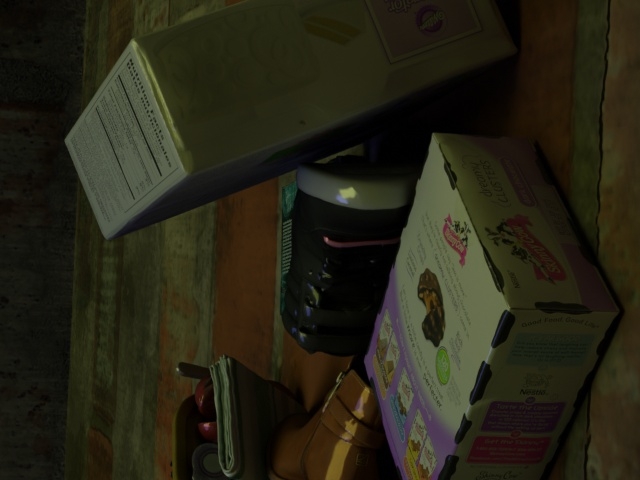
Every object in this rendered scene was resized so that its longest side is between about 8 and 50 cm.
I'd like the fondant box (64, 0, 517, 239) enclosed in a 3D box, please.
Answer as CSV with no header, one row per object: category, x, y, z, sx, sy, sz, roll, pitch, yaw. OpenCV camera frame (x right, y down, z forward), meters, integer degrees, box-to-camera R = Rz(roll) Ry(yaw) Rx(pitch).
fondant box,-0.039,-0.101,1.057,0.096,0.238,0.330,68,162,-1

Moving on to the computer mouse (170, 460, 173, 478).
computer mouse,-0.156,0.372,1.693,0.188,0.072,0.272,160,112,-71

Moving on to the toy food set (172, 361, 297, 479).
toy food set,-0.068,0.181,1.366,0.071,0.128,0.218,-50,31,32

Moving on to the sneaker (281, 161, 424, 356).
sneaker,0.029,0.016,1.065,0.296,0.104,0.147,-176,87,-84

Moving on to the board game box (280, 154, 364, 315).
board game box,0.000,0.000,1.307,0.186,0.026,0.126,160,112,-72

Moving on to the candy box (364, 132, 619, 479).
candy box,0.095,0.059,0.901,0.165,0.070,0.196,-106,24,-48

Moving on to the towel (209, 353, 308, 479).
towel,-0.048,0.176,1.282,0.152,0.023,0.113,43,-146,-51

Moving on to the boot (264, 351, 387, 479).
boot,0.016,0.146,1.179,0.197,0.073,0.152,-121,45,-64
